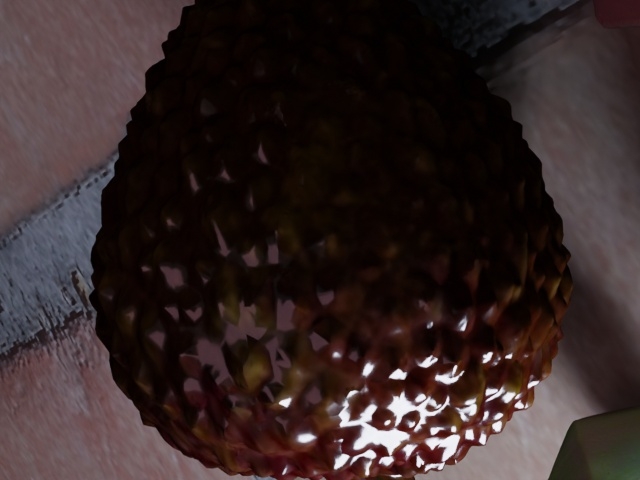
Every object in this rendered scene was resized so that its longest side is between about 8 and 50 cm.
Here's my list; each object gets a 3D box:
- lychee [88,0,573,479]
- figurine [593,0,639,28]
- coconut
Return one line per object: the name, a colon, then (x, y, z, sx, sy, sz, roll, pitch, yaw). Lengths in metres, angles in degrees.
lychee: (0.000, 0.000, 0.903, 0.236, 0.236, 0.271, -20, 76, 52)
figurine: (0.201, -0.062, 0.710, 0.205, 0.103, 0.260, 55, 163, -19)
coconut: (0.151, 0.124, 0.950, 0.083, 0.081, 0.082, -96, -13, -70)
